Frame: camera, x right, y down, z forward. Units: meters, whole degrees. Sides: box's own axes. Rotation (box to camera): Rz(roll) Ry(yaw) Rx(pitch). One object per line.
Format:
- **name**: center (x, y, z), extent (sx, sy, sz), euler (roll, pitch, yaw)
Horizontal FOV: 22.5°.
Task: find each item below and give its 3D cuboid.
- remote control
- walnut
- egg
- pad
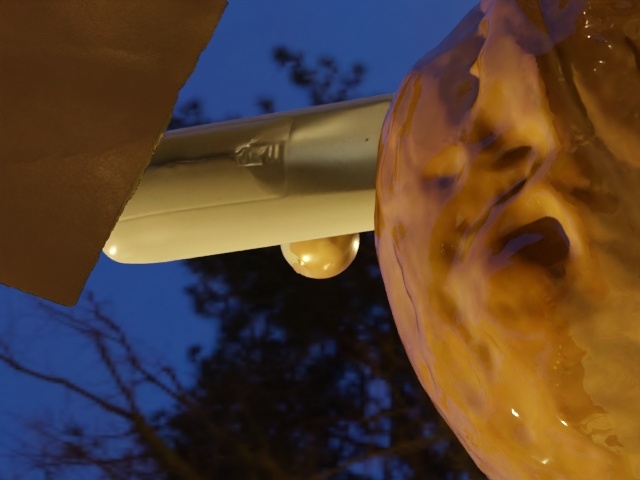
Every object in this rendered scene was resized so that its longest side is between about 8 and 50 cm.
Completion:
- **remote control**: center (-0.024, -0.056, 1.193), extent (0.055, 0.313, 0.109), euler (49, -142, -53)
- **walnut**: center (0.212, -0.009, 0.960), extent (0.308, 0.354, 0.397), euler (53, -164, -58)
- **egg**: center (0.000, 0.000, 1.469), extent (0.071, 0.083, 0.071), euler (0, -92, -10)
- **pad**: center (-0.121, -0.060, 0.687), extent (0.113, 0.006, 0.187), euler (19, -127, 4)
